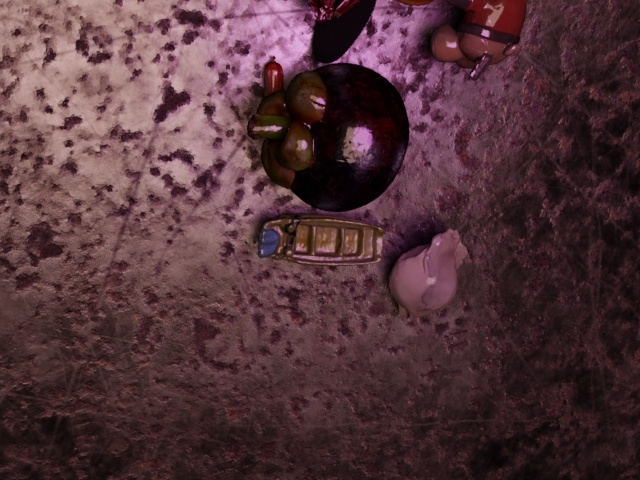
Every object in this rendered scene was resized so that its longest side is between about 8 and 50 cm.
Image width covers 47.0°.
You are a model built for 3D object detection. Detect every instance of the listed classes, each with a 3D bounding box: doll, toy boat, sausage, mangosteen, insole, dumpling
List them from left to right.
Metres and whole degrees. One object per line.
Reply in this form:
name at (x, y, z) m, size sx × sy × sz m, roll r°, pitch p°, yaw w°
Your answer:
sausage at (-0.095, -0.303, 1.500) m, size 0.048 × 0.050 × 0.145 m, roll 10°, pitch 109°, yaw 29°
toy boat at (-0.003, -0.001, 1.591) m, size 0.276 × 0.084 × 0.111 m, roll 1°, pitch 103°, yaw -15°
mangosteen at (0.018, -0.204, 1.424) m, size 0.300 × 0.300 × 0.300 m, roll -3°, pitch 106°, yaw -10°
insole at (0.077, -0.512, 1.455) m, size 0.009 × 0.119 × 0.348 m, roll 11°, pitch 104°, yaw -59°
dumpling at (0.247, 0.077, 1.633) m, size 0.193 × 0.147 × 0.258 m, roll -23°, pitch 140°, yaw -39°
doll at (0.346, -0.482, 1.432) m, size 0.235 × 0.174 × 0.330 m, roll -4°, pitch 121°, yaw -43°

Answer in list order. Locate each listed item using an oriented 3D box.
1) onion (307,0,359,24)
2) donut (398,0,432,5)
onion at (0.022, -0.551, 1.404) m, size 0.227 × 0.120 × 0.283 m, roll 9°, pitch 98°, yaw 4°
donut at (0.214, -0.565, 1.471) m, size 0.190 × 0.074 × 0.174 m, roll -23°, pitch 109°, yaw -4°
